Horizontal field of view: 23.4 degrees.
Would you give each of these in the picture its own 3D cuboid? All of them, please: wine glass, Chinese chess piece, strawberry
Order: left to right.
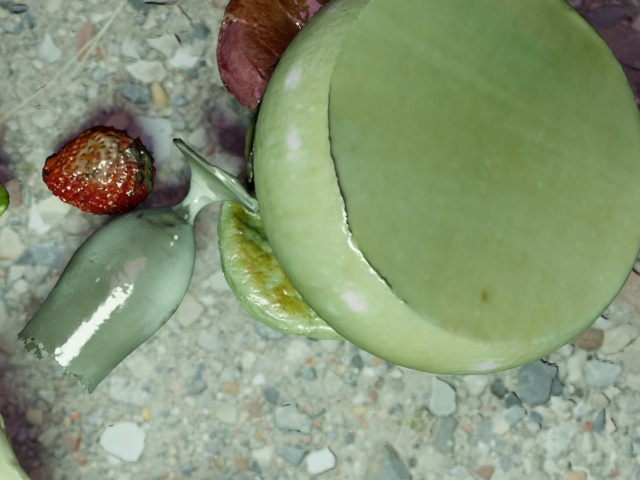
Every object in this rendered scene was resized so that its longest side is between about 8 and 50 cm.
[{"bbox_3d":[-0.195,-0.061,1.350,0.096,0.083,0.083,1,76,8],"label":"strawberry"},{"bbox_3d":[-0.153,0.024,1.308,0.103,0.103,0.222,40,88,4],"label":"wine glass"},{"bbox_3d":[0.111,-0.060,1.299,0.349,0.146,0.349,6,78,-28],"label":"Chinese chess piece"}]

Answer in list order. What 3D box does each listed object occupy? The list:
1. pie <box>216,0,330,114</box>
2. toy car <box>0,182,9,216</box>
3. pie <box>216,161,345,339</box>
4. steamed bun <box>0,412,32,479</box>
[{"bbox_3d":[-0.006,-0.175,1.406,0.182,0.049,0.182,2,66,-5],"label":"pie"},{"bbox_3d":[-0.391,-0.022,1.255,0.235,0.235,0.145,-41,83,-14],"label":"toy car"},{"bbox_3d":[0.000,0.000,1.375,0.186,0.041,0.187,2,76,-6],"label":"pie"},{"bbox_3d":[-0.348,0.237,1.205,0.268,0.207,0.280,-30,108,-13],"label":"steamed bun"}]
